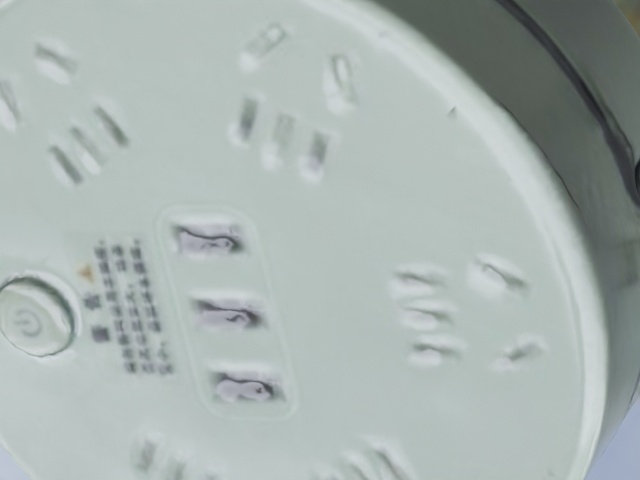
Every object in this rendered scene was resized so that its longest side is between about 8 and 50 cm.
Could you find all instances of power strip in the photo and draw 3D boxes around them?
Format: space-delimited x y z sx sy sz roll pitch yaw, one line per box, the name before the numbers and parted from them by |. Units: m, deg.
power strip | 0.000 0.000 0.802 0.357 0.357 0.161 33 -145 7
